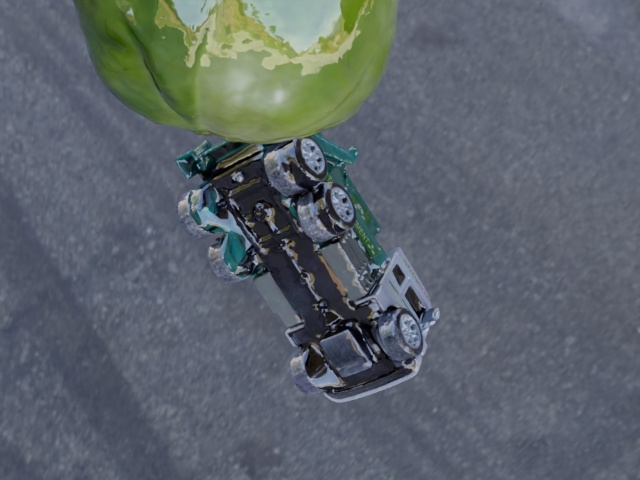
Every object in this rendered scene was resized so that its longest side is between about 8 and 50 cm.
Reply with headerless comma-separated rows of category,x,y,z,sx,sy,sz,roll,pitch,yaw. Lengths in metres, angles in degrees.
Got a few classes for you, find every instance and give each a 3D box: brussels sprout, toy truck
brussels sprout,-0.036,-0.110,0.512,0.131,0.183,0.145,-15,39,0
toy truck,0.000,0.000,0.879,0.216,0.110,0.116,57,32,-13
